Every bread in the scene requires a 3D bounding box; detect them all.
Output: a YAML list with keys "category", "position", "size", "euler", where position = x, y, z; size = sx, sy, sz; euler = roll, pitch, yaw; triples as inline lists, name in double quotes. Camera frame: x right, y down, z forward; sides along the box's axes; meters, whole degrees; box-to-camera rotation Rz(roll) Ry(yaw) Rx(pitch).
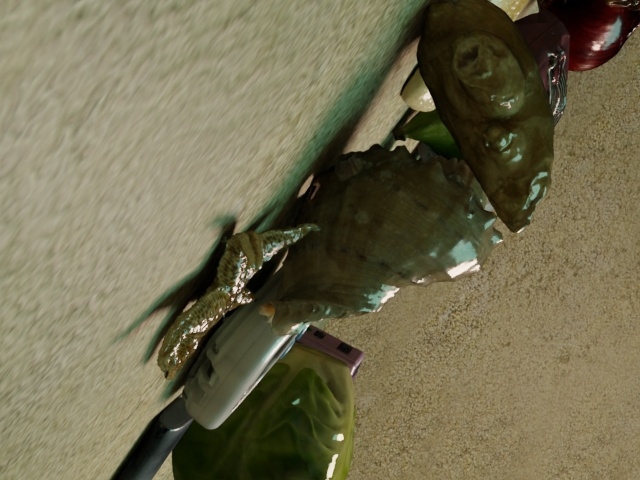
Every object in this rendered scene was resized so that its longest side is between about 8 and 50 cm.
- category: "bread"
  position: [0.220, -0.296, 1.251]
  size: [0.316, 0.054, 0.316]
  euler: [-49, 174, -7]

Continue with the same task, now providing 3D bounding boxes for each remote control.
- category: "remote control"
  position: [-0.300, 0.389, 1.392]
  size: [0.378, 0.044, 0.107]
  euler: [-55, 168, 23]

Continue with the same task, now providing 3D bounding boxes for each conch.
- category: "conch"
  position: [0.058, -0.015, 1.107]
  size: [0.324, 0.186, 0.263]
  euler: [-19, 179, -14]

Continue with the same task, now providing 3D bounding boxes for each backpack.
- category: "backpack"
  position: [0.344, -0.262, 1.654]
  size: [0.283, 0.197, 0.317]
  euler: [-45, 170, -38]

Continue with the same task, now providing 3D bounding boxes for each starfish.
- category: "starfish"
  position: [-0.097, 0.061, 0.932]
  size: [0.277, 0.062, 0.236]
  euler: [-50, 175, -47]

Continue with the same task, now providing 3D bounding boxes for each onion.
- category: "onion"
  position: [0.577, -0.473, 1.863]
  size: [0.273, 0.285, 0.273]
  euler: [12, 90, -82]

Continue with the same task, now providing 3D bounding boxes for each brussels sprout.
- category: "brussels sprout"
  position: [-0.082, 0.339, 1.597]
  size: [0.355, 0.289, 0.281]
  euler: [-62, 170, -14]

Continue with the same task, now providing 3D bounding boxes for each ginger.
- category: "ginger"
  position: [0.196, -0.148, 1.018]
  size: [0.123, 0.270, 0.219]
  euler: [-28, 159, 12]

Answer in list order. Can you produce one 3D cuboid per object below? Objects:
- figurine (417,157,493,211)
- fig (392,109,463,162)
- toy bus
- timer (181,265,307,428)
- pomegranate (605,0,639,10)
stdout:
- category: "figurine"
  position: [0.327, -0.194, 1.960]
  size: [0.382, 0.205, 0.224]
  euler: [-61, 179, 7]
- category: "fig"
  position: [0.230, -0.179, 1.439]
  size: [0.235, 0.203, 0.203]
  euler: [-20, 155, -35]
- category: "toy bus"
  position: [-0.023, 0.220, 1.758]
  size: [0.108, 0.198, 0.096]
  euler: [-66, 170, 17]
- category: "timer"
  position: [-0.087, 0.133, 1.272]
  size: [0.237, 0.087, 0.262]
  euler: [-44, 172, -44]
- category: "pomegranate"
  position: [0.327, -0.345, 0.852]
  size: [0.264, 0.264, 0.264]
  euler: [-51, 174, -8]
